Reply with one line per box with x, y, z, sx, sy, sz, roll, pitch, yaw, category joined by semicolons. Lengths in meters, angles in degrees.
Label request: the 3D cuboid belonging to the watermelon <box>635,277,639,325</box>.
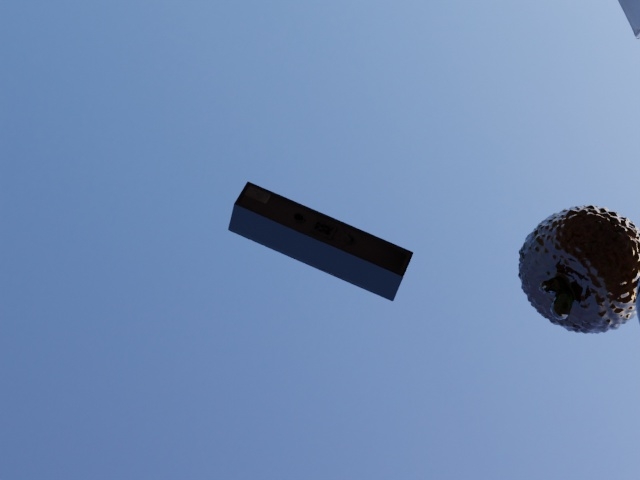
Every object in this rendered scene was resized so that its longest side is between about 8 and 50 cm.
0.196;0.024;0.528;0.078;0.110;0.078;17;-115;-41;watermelon

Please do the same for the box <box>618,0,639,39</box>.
0.373;-0.349;1.200;0.203;0.116;0.274;-4;-118;-27;box

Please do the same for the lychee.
0.229;0.025;1.011;0.114;0.114;0.146;45;-138;17;lychee

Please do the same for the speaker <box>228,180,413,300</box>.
0.000;0.000;1.228;0.191;0.046;0.040;24;-133;4;speaker
